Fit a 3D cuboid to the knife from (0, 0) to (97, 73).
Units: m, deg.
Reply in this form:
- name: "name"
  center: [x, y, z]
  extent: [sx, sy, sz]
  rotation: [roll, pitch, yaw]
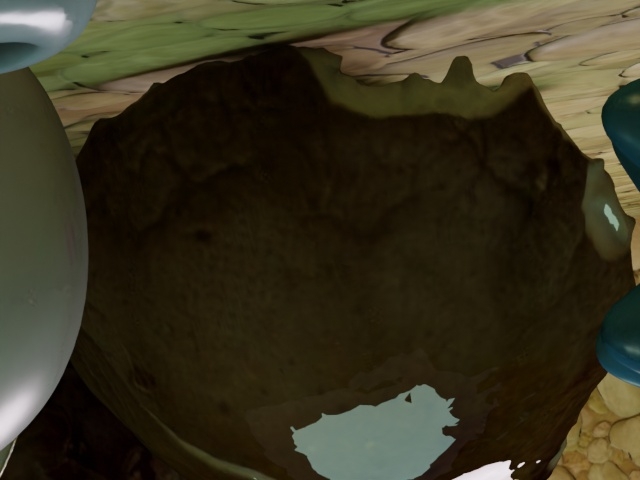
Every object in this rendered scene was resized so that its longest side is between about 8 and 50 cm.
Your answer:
- name: "knife"
  center: [-0.155, -0.055, 0.245]
  extent: [0.080, 0.044, 0.331]
  rotation: [-11, 173, 38]

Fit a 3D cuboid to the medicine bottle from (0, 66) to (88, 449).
- name: "medicine bottle"
  center: [-0.216, 0.014, 0.392]
  extent: [0.340, 0.130, 0.130]
  rotation: [-7, 176, -24]

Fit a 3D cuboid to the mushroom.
- name: "mushroom"
  center: [0.003, 0.010, 0.793]
  extent: [0.233, 0.208, 0.302]
  rotation: [31, -177, -7]

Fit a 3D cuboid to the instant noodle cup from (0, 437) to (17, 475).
- name: "instant noodle cup"
  center: [-0.175, 0.020, 0.599]
  extent: [0.122, 0.152, 0.151]
  rotation: [5, 170, -32]

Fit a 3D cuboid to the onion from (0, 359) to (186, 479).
- name: "onion"
  center: [-0.155, 0.133, 0.935]
  extent: [0.313, 0.232, 0.314]
  rotation: [-1, -173, 0]

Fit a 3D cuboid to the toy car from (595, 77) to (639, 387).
- name: "toy car"
  center: [0.169, 0.009, 0.523]
  extent: [0.190, 0.255, 0.188]
  rotation: [8, -168, 32]
